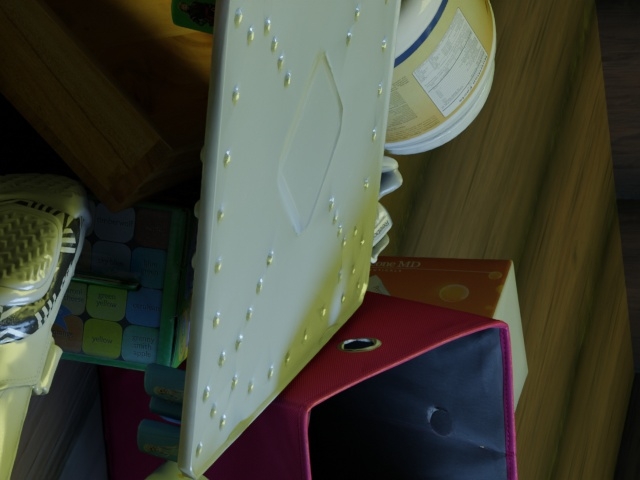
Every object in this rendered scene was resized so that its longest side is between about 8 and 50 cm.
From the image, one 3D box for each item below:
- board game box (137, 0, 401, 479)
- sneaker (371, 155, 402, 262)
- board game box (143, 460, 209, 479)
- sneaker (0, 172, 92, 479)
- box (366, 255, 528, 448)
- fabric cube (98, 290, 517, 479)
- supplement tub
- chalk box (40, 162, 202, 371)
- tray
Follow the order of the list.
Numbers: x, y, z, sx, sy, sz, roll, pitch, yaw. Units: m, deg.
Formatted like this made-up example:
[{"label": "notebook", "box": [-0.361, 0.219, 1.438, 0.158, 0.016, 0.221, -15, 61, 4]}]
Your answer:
[{"label": "board game box", "box": [-0.028, -0.075, 1.480, 0.390, 0.050, 0.390, -42, 141, -63]}, {"label": "sneaker", "box": [0.000, 0.000, 2.053, 0.111, 0.129, 0.297, 75, 26, -47]}, {"label": "board game box", "box": [-0.174, 0.321, 1.372, 0.303, 0.097, 0.224, -57, 172, 20]}, {"label": "sneaker", "box": [-0.246, 0.123, 1.311, 0.366, 0.137, 0.210, -61, 150, -46]}, {"label": "box", "box": [0.085, 0.180, 2.193, 0.345, 0.215, 0.168, -64, 150, -52]}, {"label": "fabric cube", "box": [-0.008, 0.193, 1.710, 0.254, 0.258, 0.259, -19, 112, -42]}, {"label": "supplement tub", "box": [0.050, -0.225, 2.022, 0.316, 0.228, 0.228, 43, 52, -67]}, {"label": "chalk box", "box": [-0.154, 0.019, 1.505, 0.213, 0.132, 0.132, -45, 143, -74]}, {"label": "tray", "box": [-0.126, -0.144, 1.557, 0.203, 0.076, 0.411, 47, 21, 6]}]
